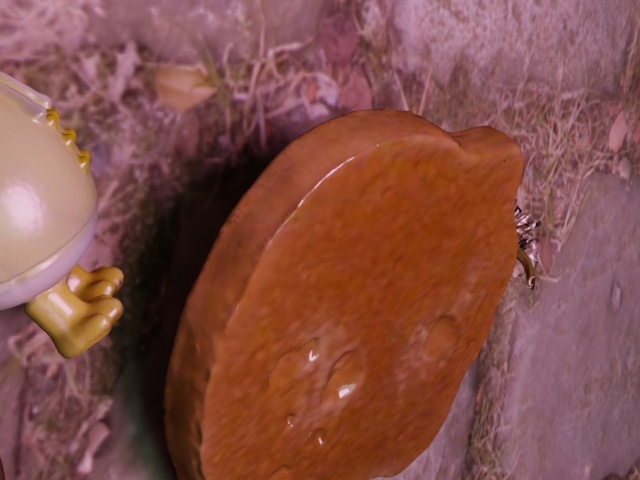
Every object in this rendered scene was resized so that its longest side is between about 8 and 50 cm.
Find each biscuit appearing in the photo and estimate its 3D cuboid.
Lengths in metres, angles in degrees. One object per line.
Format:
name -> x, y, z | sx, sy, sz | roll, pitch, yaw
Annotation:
biscuit -> 0.027, 0.071, 0.759 | 0.365, 0.062, 0.385 | -11, 126, -43

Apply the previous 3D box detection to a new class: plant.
plant -> 0.184, 0.007, 0.917 | 0.104, 0.122, 0.116 | 36, 81, -31

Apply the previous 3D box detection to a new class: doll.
doll -> -0.203, -0.069, 0.514 | 0.117, 0.141, 0.296 | -17, 115, 1

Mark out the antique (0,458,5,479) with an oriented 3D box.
antique -> -0.272, 0.117, 0.497 | 0.143, 0.121, 0.257 | -44, 128, -29
